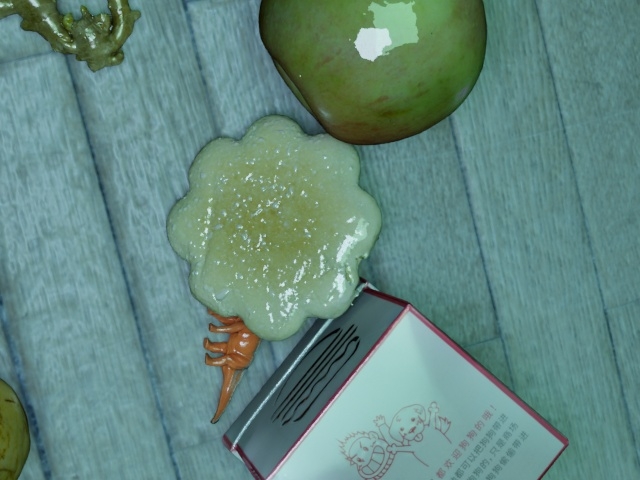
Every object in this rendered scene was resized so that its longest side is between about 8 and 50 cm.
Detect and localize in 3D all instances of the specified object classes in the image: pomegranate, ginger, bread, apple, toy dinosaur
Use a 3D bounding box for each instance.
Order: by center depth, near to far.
[{"bbox_3d":[-0.489,0.251,1.719,0.215,0.215,0.215,-1,94,-13],"label":"pomegranate"},{"bbox_3d":[0.063,-0.284,1.760,0.277,0.319,0.319,-29,99,-9],"label":"apple"},{"bbox_3d":[-0.346,-0.302,1.794,0.193,0.052,0.176,-27,97,-5],"label":"ginger"},{"bbox_3d":[-0.065,-0.022,1.814,0.316,0.054,0.316,-2,83,15],"label":"bread"},{"bbox_3d":[-0.114,0.122,1.879,0.101,0.055,0.280,16,89,-22],"label":"toy dinosaur"}]

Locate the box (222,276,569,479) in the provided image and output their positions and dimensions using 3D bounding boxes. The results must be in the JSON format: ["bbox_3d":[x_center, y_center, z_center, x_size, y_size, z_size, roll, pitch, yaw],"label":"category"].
[{"bbox_3d":[0.095,0.271,1.805,0.312,0.300,0.314,41,84,-13],"label":"box"}]
